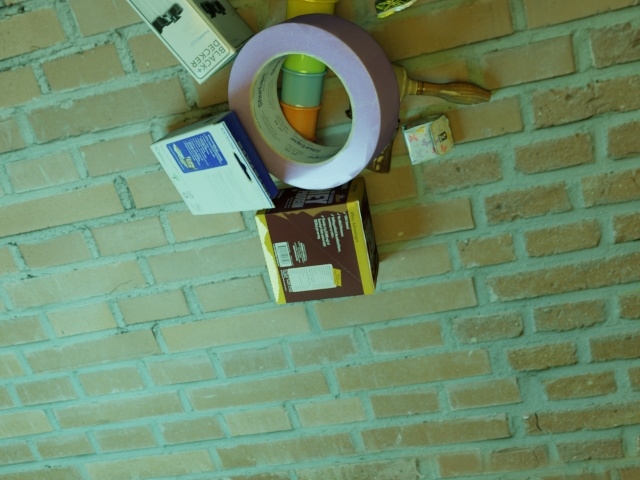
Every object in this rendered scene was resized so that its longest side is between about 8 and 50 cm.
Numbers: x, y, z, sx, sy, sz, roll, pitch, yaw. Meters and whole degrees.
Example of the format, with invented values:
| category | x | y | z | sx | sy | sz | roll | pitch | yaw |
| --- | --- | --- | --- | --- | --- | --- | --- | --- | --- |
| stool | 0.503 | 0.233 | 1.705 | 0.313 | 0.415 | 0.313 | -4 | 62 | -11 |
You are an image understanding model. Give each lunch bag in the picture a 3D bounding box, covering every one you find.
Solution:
| category | x | y | z | sx | sy | sz | roll | pitch | yaw |
| --- | --- | --- | --- | --- | --- | --- | --- | --- | --- |
| lunch bag | 0.196 | -0.185 | 1.313 | 0.083 | 0.053 | 0.071 | -15 | 113 | 5 |

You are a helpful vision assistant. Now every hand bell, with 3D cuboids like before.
| category | x | y | z | sx | sy | sz | roll | pitch | yaw |
| --- | --- | --- | --- | --- | --- | --- | --- | --- | --- |
| hand bell | 0.179 | -0.264 | 1.265 | 0.242 | 0.126 | 0.126 | 7 | 116 | -8 |

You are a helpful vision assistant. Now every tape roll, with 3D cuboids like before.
| category | x | y | z | sx | sy | sz | roll | pitch | yaw |
| --- | --- | --- | --- | --- | --- | --- | --- | --- | --- |
| tape roll | -0.013 | -0.226 | 1.192 | 0.275 | 0.090 | 0.274 | 13 | 122 | 22 |

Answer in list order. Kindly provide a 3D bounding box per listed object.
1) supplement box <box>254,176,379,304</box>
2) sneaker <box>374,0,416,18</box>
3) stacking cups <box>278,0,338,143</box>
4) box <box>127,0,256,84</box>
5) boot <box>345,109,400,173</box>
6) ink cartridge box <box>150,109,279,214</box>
| category | x | y | z | sx | sy | sz | roll | pitch | yaw |
| --- | --- | --- | --- | --- | --- | --- | --- | --- | --- |
| supplement box | 0.000 | 0.000 | 1.384 | 0.194 | 0.129 | 0.191 | -7 | 113 | 12 |
| sneaker | 0.130 | -0.408 | 1.230 | 0.083 | 0.031 | 0.035 | -22 | 109 | 17 |
| stacking cups | -0.026 | -0.274 | 1.285 | 0.096 | 0.096 | 0.316 | 7 | 117 | 5 |
| box | -0.245 | -0.413 | 1.209 | 0.087 | 0.169 | 0.290 | -36 | 106 | 22 |
| boot | 0.087 | -0.180 | 1.343 | 0.106 | 0.037 | 0.114 | 15 | 121 | 4 |
| ink cartridge box | -0.179 | -0.131 | 1.277 | 0.333 | 0.065 | 0.165 | 2 | 126 | 57 |
